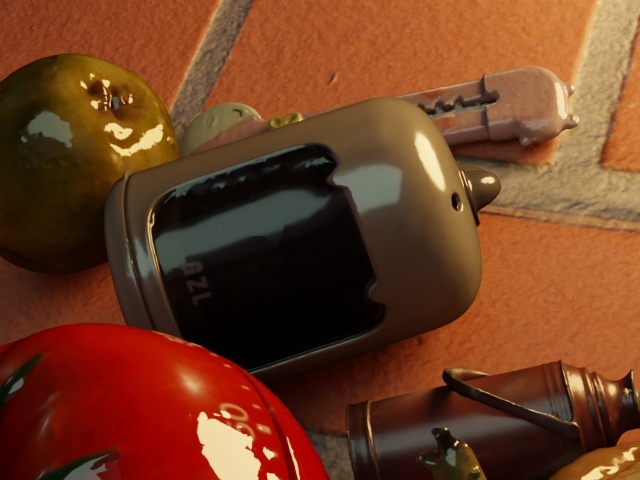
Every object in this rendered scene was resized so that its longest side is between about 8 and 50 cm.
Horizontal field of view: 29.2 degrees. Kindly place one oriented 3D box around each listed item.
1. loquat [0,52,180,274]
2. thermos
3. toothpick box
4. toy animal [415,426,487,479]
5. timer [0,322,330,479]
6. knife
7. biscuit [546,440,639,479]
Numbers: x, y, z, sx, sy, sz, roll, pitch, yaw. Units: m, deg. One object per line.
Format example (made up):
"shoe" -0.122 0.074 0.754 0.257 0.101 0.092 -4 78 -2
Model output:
"loquat" -0.248 -0.059 1.172 0.246 0.213 0.213 -43 41 40
"thermos" 0.144 0.153 0.954 0.232 0.099 0.124 -13 91 9
"toothpick box" 0.000 0.000 1.044 0.316 0.229 0.229 -18 54 5
"toy animal" 0.102 0.235 0.781 0.101 0.103 0.218 -36 63 13
"timer" -0.155 0.247 0.841 0.378 0.279 0.378 -27 48 35
"knife" 0.047 -0.111 1.195 0.399 0.038 0.132 -8 58 14
"biscuit" 0.249 0.187 0.813 0.213 0.274 0.091 -15 92 33
